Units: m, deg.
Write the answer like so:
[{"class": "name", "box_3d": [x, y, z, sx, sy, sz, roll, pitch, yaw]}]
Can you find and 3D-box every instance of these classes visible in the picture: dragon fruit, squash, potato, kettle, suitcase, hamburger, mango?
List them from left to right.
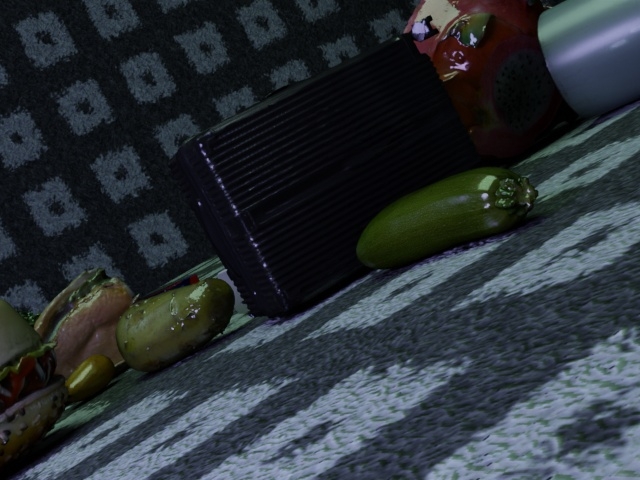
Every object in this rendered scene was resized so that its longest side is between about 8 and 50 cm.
[{"class": "hamburger", "box_3d": [-0.422, 0.196, 1.204, 0.300, 0.176, 0.300, -29, 6, 3]}, {"class": "hamburger", "box_3d": [-0.360, 0.151, 1.596, 0.207, 0.155, 0.135, -39, 4, -28]}, {"class": "mango", "box_3d": [-0.315, 0.188, 1.470, 0.060, 0.046, 0.089, -25, 10, 35]}, {"class": "potato", "box_3d": [-0.181, 0.105, 1.350, 0.188, 0.085, 0.105, -27, 43, 29]}, {"class": "suitcase", "box_3d": [0.020, -0.082, 1.257, 0.335, 0.230, 0.152, -30, 4, -24]}, {"class": "squash", "box_3d": [0.118, -0.023, 1.041, 0.069, 0.069, 0.258, -32, 6, -36]}, {"class": "dragon fruit", "box_3d": [0.244, -0.237, 1.556, 0.290, 0.291, 0.189, -31, 35, -29]}, {"class": "kettle", "box_3d": [0.442, -0.273, 1.434, 0.236, 0.161, 0.221, -25, -25, 35]}]

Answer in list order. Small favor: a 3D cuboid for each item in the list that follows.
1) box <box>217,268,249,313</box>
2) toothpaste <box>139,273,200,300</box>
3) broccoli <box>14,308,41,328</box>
[{"class": "box", "box_3d": [0.000, 0.000, 1.487, 0.168, 0.071, 0.259, -24, 6, 45]}, {"class": "toothpaste", "box_3d": [-0.270, 0.126, 1.708, 0.066, 0.076, 0.320, -28, 4, -35]}, {"class": "broccoli", "box_3d": [-0.508, 0.200, 1.974, 0.194, 0.194, 0.220, -29, -34, -9]}]
